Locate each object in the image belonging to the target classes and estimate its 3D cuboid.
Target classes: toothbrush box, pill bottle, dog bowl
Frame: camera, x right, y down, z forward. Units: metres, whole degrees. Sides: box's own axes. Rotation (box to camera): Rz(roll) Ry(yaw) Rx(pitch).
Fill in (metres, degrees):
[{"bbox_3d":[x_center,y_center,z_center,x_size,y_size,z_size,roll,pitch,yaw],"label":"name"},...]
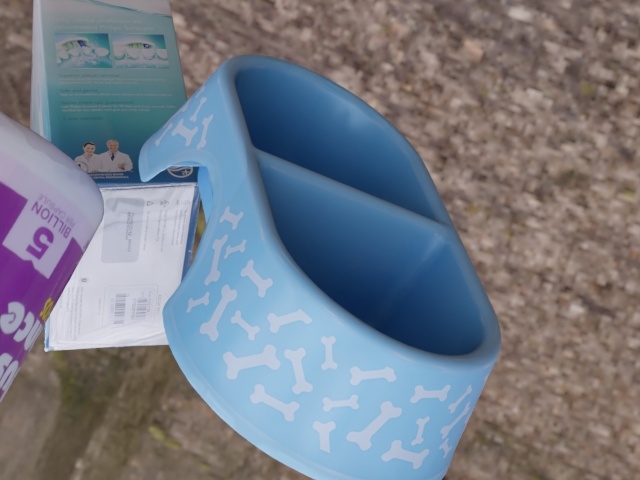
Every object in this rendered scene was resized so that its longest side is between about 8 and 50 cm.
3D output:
[{"bbox_3d":[-0.195,-0.080,1.205,0.126,0.295,0.216,-2,138,-15],"label":"toothbrush box"},{"bbox_3d":[-0.267,0.066,0.784,0.169,0.301,0.169,25,165,7],"label":"pill bottle"},{"bbox_3d":[0.000,0.000,0.701,0.166,0.074,0.297,21,-152,-26],"label":"dog bowl"}]
